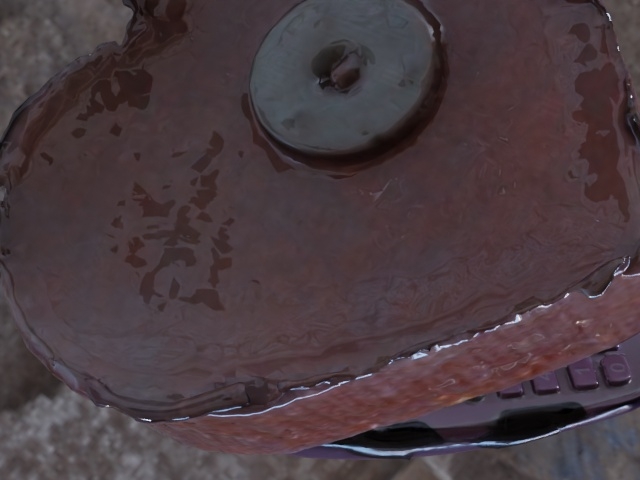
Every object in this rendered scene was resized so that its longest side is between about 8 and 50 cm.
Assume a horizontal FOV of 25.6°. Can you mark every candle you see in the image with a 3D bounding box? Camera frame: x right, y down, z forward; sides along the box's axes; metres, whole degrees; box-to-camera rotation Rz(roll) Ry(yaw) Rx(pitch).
[{"bbox_3d":[0.031,-0.043,0.622,0.287,0.131,0.317,22,-100,29],"label":"candle"}]

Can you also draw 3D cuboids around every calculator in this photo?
[{"bbox_3d":[0.095,0.080,0.987,0.294,0.043,0.194,-7,-149,0],"label":"calculator"}]
